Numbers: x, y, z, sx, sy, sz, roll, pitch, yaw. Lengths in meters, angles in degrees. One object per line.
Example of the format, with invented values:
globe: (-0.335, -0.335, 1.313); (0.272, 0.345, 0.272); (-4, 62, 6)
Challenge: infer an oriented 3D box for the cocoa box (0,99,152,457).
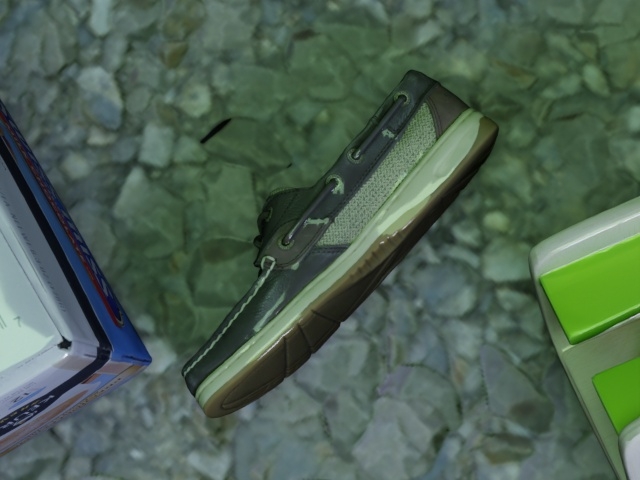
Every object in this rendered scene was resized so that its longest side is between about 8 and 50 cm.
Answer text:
cocoa box: (-0.300, 0.051, 0.884); (0.347, 0.228, 0.231); (-31, 82, 0)

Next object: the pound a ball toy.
pound a ball toy: (0.269, -0.012, 0.915); (0.319, 0.135, 0.208); (-24, 56, 1)

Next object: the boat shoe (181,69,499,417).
boat shoe: (0.000, -0.001, 0.947); (0.073, 0.080, 0.223); (43, 82, 14)
